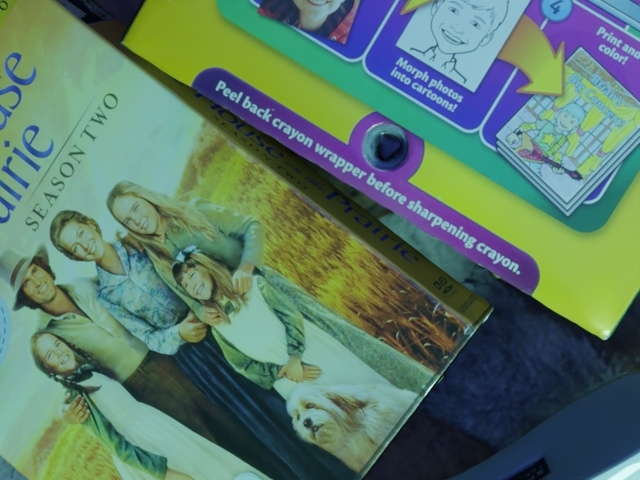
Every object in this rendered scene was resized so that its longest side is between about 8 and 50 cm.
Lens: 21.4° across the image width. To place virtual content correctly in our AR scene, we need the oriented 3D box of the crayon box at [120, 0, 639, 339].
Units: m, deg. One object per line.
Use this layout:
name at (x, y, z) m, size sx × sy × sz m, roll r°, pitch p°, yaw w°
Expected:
crayon box at (0.109, -0.166, 1.079) m, size 0.363 × 0.106 × 0.313 m, roll 32°, pitch 97°, yaw 3°

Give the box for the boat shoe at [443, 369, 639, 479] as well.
boat shoe at (0.136, 0.241, 1.214) m, size 0.367 × 0.136 × 0.156 m, roll -33°, pitch 113°, yaw 10°

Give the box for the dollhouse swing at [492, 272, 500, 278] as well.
dollhouse swing at (0.242, -0.207, 1.292) m, size 0.315 × 0.305 × 0.347 m, roll -28°, pitch 84°, yaw 38°

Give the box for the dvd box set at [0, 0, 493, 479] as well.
dvd box set at (-0.134, 0.039, 1.190) m, size 0.420 × 0.062 × 0.307 m, roll 39°, pitch 109°, yaw 7°

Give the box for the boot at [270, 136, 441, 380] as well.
boot at (0.000, 0.000, 1.224) m, size 0.236 × 0.089 × 0.269 m, roll -37°, pitch 89°, yaw 27°
